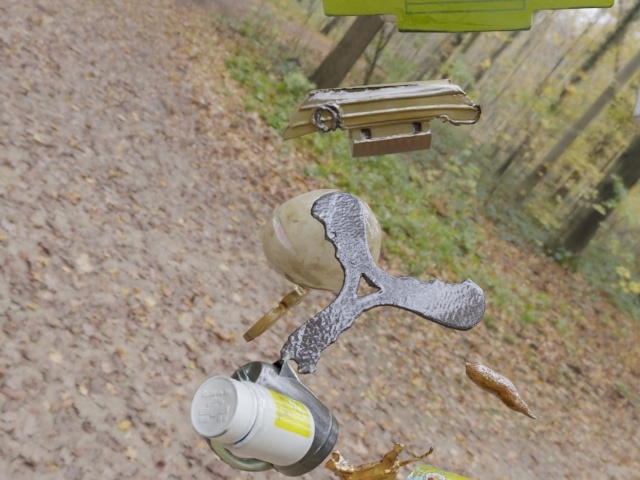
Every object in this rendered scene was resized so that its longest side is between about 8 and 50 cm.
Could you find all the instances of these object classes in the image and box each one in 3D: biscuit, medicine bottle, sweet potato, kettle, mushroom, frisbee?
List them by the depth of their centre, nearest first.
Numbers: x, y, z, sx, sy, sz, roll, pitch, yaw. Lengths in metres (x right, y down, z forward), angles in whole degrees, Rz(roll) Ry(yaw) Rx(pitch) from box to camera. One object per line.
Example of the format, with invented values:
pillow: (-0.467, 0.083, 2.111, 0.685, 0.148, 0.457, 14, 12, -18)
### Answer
frisbee: (0.031, 0.055, 0.719, 0.211, 0.187, 0.012, 43, -15, 23)
mushroom: (0.000, 0.000, 1.474, 0.255, 0.255, 0.184, 26, 50, -37)
medicine bottle: (-0.136, 0.368, 1.487, 0.258, 0.143, 0.143, 35, 12, -47)
sweet potato: (0.388, 0.319, 1.548, 0.195, 0.056, 0.056, 37, 15, 6)
biscuit: (-0.082, 0.150, 1.636, 0.036, 0.225, 0.166, 48, -11, 1)
kettle: (-0.162, 0.496, 2.025, 0.324, 0.321, 0.228, 52, -1, -25)

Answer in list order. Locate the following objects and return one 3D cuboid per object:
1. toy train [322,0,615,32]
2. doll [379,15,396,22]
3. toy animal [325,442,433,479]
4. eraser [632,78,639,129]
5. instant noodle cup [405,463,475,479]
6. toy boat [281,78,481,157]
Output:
toy train: (0.181, -0.402, 0.916, 0.443, 0.272, 0.179, 3, 36, 13)
doll: (0.121, -0.463, 1.274, 0.161, 0.059, 0.159, -55, 132, -69)
toy animal: (0.135, 0.501, 1.592, 0.116, 0.255, 0.114, 8, 65, -69)
eraser: (0.686, -0.332, 1.334, 0.174, 0.270, 0.095, 5, -17, 37)
instant noodle cup: (0.250, 0.563, 1.393, 0.200, 0.264, 0.264, 17, 3, 31)
toy boat: (0.132, -0.276, 1.666, 0.446, 0.162, 0.136, -5, 16, -3)
